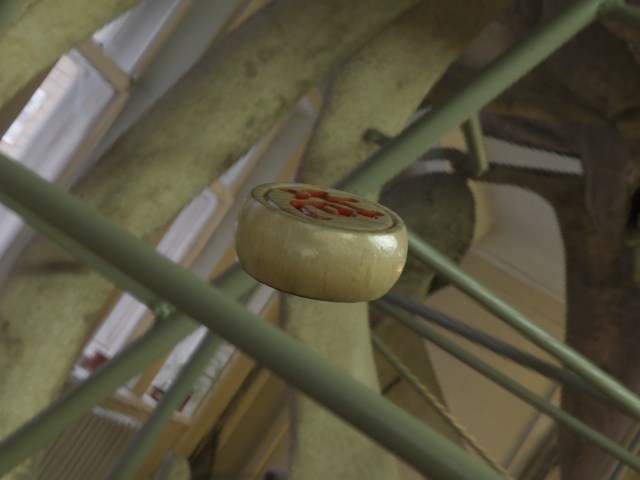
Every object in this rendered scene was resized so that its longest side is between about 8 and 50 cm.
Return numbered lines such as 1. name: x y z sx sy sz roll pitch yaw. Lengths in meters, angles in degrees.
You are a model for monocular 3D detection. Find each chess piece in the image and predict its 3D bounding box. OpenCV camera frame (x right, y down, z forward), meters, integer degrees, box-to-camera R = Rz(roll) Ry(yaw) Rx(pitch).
1. chess piece: 0.000 0.000 0.478 0.083 0.038 0.083 12 14 -3
